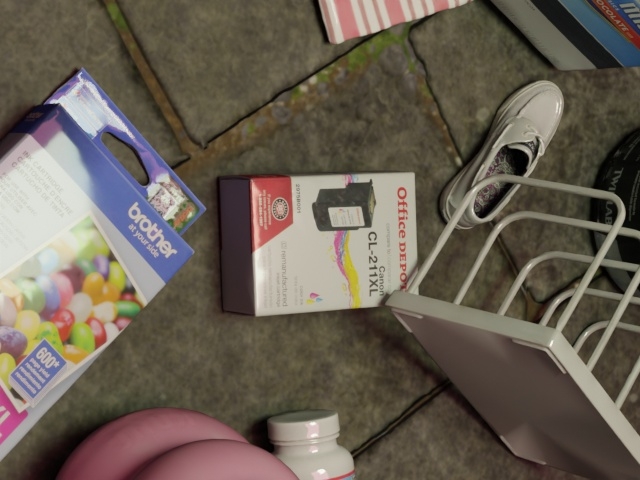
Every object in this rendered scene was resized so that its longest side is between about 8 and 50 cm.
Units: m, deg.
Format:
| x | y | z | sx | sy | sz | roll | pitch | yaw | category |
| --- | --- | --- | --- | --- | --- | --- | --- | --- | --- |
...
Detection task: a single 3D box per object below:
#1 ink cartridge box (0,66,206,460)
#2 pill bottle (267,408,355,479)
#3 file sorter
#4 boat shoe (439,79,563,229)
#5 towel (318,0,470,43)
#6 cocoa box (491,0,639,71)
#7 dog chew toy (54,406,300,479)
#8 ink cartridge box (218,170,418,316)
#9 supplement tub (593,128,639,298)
| x | y | z | sx | sy | sz | roll | pitch | yaw | category |
| --- | --- | --- | --- | --- | --- | --- | --- | --- | --- |
| -0.243 | 0.019 | 1.511 | 0.311 | 0.065 | 0.186 | -49 | 112 | -21 | ink cartridge box |
| -0.009 | 0.240 | 1.627 | 0.087 | 0.087 | 0.160 | -9 | 95 | -28 | pill bottle |
| 0.235 | 0.087 | 1.659 | 0.278 | 0.193 | 0.173 | 49 | 65 | -40 | file sorter |
| 0.189 | -0.086 | 1.739 | 0.184 | 0.063 | 0.066 | -45 | 111 | -20 | boat shoe |
| 0.070 | -0.280 | 1.692 | 0.197 | 0.029 | 0.144 | -21 | 104 | -26 | towel |
| 0.316 | -0.365 | 1.690 | 0.231 | 0.228 | 0.347 | 42 | 70 | -29 | cocoa box |
| -0.095 | 0.247 | 1.441 | 0.206 | 0.332 | 0.207 | -1 | 91 | -28 | dog chew toy |
| 0.000 | 0.000 | 1.634 | 0.175 | 0.072 | 0.127 | -4 | 93 | -28 | ink cartridge box |
| 0.442 | -0.022 | 1.723 | 0.207 | 0.338 | 0.207 | -1 | 93 | -29 | supplement tub |
